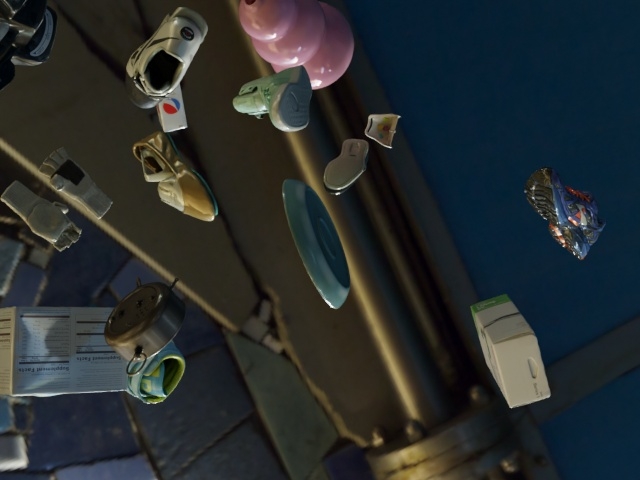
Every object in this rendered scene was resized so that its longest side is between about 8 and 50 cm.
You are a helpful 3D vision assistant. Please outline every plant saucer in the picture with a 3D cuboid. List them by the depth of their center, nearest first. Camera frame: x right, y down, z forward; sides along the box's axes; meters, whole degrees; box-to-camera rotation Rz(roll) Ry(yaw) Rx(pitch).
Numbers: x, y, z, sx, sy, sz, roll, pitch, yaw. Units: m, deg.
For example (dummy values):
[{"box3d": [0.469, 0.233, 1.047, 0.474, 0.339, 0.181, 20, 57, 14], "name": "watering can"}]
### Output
[{"box3d": [0.000, 0.000, 1.956, 0.317, 0.043, 0.318, -21, 90, -79], "name": "plant saucer"}]

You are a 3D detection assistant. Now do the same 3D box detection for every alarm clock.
[{"box3d": [-0.278, 0.136, 1.338, 0.064, 0.129, 0.192, 51, 20, -34], "name": "alarm clock"}]

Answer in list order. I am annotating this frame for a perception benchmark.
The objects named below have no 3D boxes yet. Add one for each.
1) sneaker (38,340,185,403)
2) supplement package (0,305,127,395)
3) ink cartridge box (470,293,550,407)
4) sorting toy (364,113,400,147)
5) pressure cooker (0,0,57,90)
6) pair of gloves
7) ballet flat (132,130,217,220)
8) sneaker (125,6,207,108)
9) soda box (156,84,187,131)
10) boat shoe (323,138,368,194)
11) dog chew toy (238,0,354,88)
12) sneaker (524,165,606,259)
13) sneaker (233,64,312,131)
[{"box3d": [-0.418, 0.260, 1.704, 0.208, 0.319, 0.127, 37, -41, 45], "name": "sneaker"}, {"box3d": [-0.488, 0.194, 1.509, 0.262, 0.204, 0.145, -8, -100, 50], "name": "supplement package"}, {"box3d": [0.403, 0.232, 1.836, 0.219, 0.092, 0.160, -95, 167, -74], "name": "ink cartridge box"}, {"box3d": [0.150, -0.282, 2.147, 0.045, 0.075, 0.083, -136, -121, -64], "name": "sorting toy"}, {"box3d": [-0.580, -0.318, 1.129, 0.420, 0.370, 0.375, -19, -78, 54], "name": "pressure cooker"}, {"box3d": [-0.642, -0.102, 2.117, 0.204, 0.240, 0.042, 47, -47, -10], "name": "pair of gloves"}, {"box3d": [-0.243, -0.097, 1.404, 0.232, 0.073, 0.080, 50, -31, 42], "name": "ballet flat"}, {"box3d": [-0.372, -0.372, 1.918, 0.330, 0.122, 0.146, -40, -153, 52], "name": "sneaker"}, {"box3d": [-0.418, -0.410, 2.339, 0.074, 0.069, 0.216, -122, -159, -51], "name": "soda box"}, {"box3d": [0.064, -0.160, 2.020, 0.084, 0.233, 0.079, 13, -57, 11], "name": "boat shoe"}, {"box3d": [-0.063, -0.476, 1.945, 0.206, 0.332, 0.207, -8, -107, 28], "name": "dog chew toy"}, {"box3d": [0.409, -0.060, 1.424, 0.083, 0.087, 0.221, 45, 0, 44], "name": "sneaker"}, {"box3d": [-0.105, -0.264, 1.711, 0.256, 0.151, 0.094, -77, 147, -62], "name": "sneaker"}]
